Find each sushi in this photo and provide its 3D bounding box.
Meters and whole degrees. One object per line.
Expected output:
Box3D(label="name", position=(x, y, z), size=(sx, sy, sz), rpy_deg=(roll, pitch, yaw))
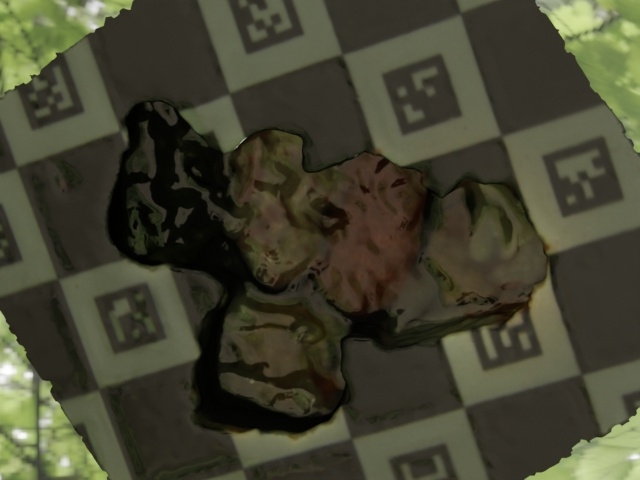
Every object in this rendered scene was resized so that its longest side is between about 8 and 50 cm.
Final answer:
Box3D(label="sushi", position=(0.000, 0.000, 0.874), size=(0.339, 0.069, 0.320), rpy_deg=(-34, -88, 17))
